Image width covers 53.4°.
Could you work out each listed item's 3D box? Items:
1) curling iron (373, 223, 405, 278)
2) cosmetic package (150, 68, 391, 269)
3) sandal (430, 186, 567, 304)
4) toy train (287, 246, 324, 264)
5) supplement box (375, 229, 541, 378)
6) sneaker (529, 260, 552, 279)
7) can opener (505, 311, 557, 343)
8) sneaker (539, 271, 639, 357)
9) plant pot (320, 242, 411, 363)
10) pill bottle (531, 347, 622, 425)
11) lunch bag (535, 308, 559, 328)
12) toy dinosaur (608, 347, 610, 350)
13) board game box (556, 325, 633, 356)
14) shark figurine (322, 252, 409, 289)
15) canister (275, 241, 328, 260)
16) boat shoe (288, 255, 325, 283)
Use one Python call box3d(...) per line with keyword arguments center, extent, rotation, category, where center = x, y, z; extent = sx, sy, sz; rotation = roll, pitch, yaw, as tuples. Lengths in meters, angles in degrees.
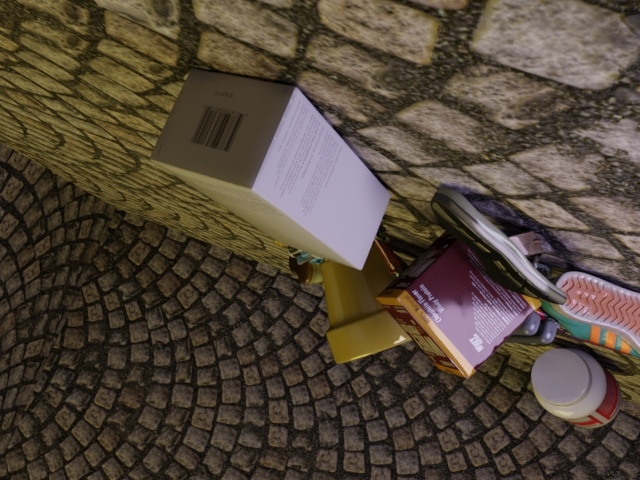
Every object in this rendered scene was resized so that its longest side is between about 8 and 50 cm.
box3d(center=(0.162, 0.056, 1.369), extent=(0.274, 0.035, 0.068), rotation=(59, 178, -27), category="curling iron")
box3d(center=(-0.056, -0.093, 0.980), extent=(0.197, 0.155, 0.365), rotation=(18, 171, 29), category="cosmetic package")
box3d(center=(0.299, 0.007, 1.002), extent=(0.303, 0.086, 0.120), rotation=(42, 169, -24), category="sandal")
box3d(center=(0.000, 0.000, 1.499), extent=(0.184, 0.080, 0.105), rotation=(-26, 157, 38), category="toy train")
box3d(center=(0.245, 0.108, 1.151), extent=(0.191, 0.194, 0.129), rotation=(49, 168, -5), category="supplement box")
box3d(center=(0.409, 0.082, 1.205), extent=(0.038, 0.069, 0.098), rotation=(14, 169, 39), category="sneaker")
box3d(center=(0.347, 0.195, 1.263), extent=(0.076, 0.095, 0.283), rotation=(28, 165, -12), category="can opener")
box3d(center=(0.530, 0.142, 1.150), extent=(0.302, 0.108, 0.121), rotation=(27, 168, -4), category="sneaker")
box3d(center=(0.114, 0.142, 1.522), extent=(0.254, 0.238, 0.254), rotation=(-20, 172, -3), category="plant pot")
box3d(center=(0.842, 0.484, 2.106), extent=(0.229, 0.228, 0.408), rotation=(15, 169, 39), category="pill bottle")
box3d(center=(0.361, 0.106, 1.356), extent=(0.293, 0.120, 0.258), rotation=(22, 167, 7), category="lunch bag")
box3d(center=(0.619, 0.179, 1.331), extent=(0.118, 0.064, 0.268), rotation=(41, 165, -21), category="toy dinosaur")
box3d(center=(0.691, 0.224, 1.481), extent=(0.347, 0.056, 0.208), rotation=(14, 173, 40), category="board game box")
box3d(center=(0.139, 0.047, 1.679), extent=(0.279, 0.166, 0.116), rotation=(-1, -171, 23), category="shark figurine")
box3d(center=(-0.038, 0.002, 1.811), extent=(0.170, 0.073, 0.126), rotation=(21, 172, -2), category="canister")
box3d(center=(-0.035, 0.064, 1.950), extent=(0.090, 0.104, 0.285), rotation=(5, -160, -16), category="boat shoe")
